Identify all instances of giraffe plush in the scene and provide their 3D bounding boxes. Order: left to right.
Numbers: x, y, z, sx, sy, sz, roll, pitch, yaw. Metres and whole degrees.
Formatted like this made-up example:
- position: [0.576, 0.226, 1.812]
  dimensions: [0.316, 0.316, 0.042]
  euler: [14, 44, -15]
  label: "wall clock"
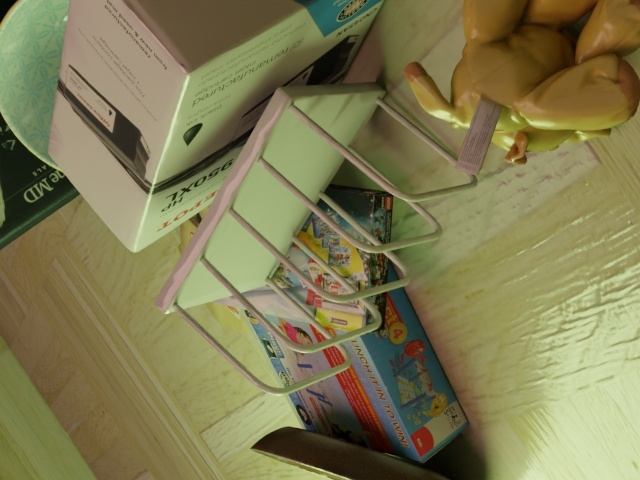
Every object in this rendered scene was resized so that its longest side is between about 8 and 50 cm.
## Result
- position: [0.180, -0.132, 1.048]
  dimensions: [0.181, 0.210, 0.170]
  euler: [36, -178, 16]
  label: "giraffe plush"

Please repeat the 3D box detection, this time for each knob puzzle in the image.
- position: [-0.150, 0.061, 1.947]
  dimensions: [0.213, 0.030, 0.213]
  euler: [40, 149, 30]
  label: "knob puzzle"

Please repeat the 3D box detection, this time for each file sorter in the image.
- position: [0.000, 0.000, 1.311]
  dimensions: [0.173, 0.193, 0.277]
  euler: [42, 117, 20]
  label: "file sorter"

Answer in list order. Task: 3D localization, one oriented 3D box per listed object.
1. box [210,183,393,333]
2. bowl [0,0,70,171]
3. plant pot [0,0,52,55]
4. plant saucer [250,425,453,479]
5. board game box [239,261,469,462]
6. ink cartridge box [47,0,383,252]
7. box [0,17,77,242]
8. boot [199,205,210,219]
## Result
- position: [-0.028, 0.010, 1.474]
  dimensions: [0.233, 0.044, 0.159]
  euler: [10, 100, 34]
  label: "box"
- position: [-0.262, -0.233, 1.634]
  dimensions: [0.156, 0.290, 0.289]
  euler: [-82, -23, -59]
  label: "bowl"
- position: [-0.443, -0.319, 1.805]
  dimensions: [0.290, 0.290, 0.195]
  euler: [48, -171, 17]
  label: "plant pot"
- position: [0.060, 0.306, 1.681]
  dimensions: [0.311, 0.050, 0.310]
  euler: [17, 168, 4]
  label: "plant saucer"
- position: [0.017, 0.125, 1.667]
  dimensions: [0.302, 0.086, 0.308]
  euler: [-2, 118, 60]
  label: "board game box"
- position: [-0.108, -0.190, 1.304]
  dimensions: [0.166, 0.285, 0.395]
  euler: [50, 153, 9]
  label: "ink cartridge box"
- position: [-0.649, -0.172, 1.982]
  dimensions: [0.471, 0.480, 0.297]
  euler: [55, 156, -7]
  label: "box"
- position: [-0.224, -0.075, 1.766]
  dimensions: [0.077, 0.165, 0.213]
  euler: [5, 122, 59]
  label: "boot"
